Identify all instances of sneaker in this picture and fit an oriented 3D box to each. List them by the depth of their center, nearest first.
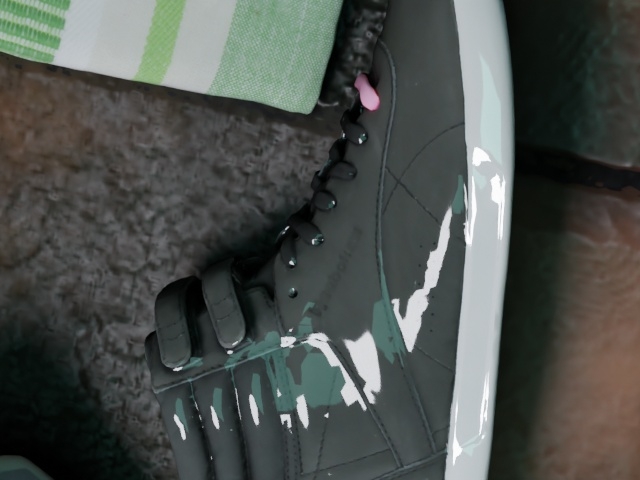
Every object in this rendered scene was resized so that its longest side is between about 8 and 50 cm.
[{"bbox_3d":[0.000,0.000,0.592,0.147,0.104,0.295,3,104,2],"label":"sneaker"}]

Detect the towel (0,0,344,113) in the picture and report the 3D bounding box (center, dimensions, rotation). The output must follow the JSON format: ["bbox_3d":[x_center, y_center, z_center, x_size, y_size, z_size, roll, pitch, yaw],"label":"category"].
[{"bbox_3d":[-0.120,-0.195,0.533,0.325,0.038,0.247,8,103,-28],"label":"towel"}]

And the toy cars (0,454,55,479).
[{"bbox_3d":[-0.047,0.171,0.620,0.394,0.087,0.176,21,143,12],"label":"toy cars"}]
